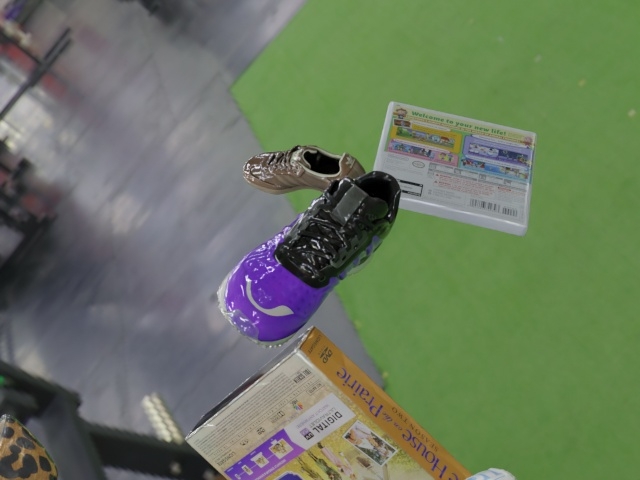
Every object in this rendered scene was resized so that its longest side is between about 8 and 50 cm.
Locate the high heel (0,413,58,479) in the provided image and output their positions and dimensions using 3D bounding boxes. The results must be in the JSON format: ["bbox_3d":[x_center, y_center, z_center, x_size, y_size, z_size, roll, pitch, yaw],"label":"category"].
[{"bbox_3d":[-0.323,0.245,0.957,0.093,0.261,0.186,-26,73,37],"label":"high heel"}]

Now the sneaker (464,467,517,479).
[{"bbox_3d":[0.160,0.338,1.294,0.085,0.086,0.237,52,149,37],"label":"sneaker"}]

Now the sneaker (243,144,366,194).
[{"bbox_3d":[-0.026,-0.103,1.560,0.188,0.071,0.066,7,56,27],"label":"sneaker"}]

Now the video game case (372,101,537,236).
[{"bbox_3d":[0.181,-0.100,1.581,0.023,0.212,0.193,100,-176,-46],"label":"video game case"}]

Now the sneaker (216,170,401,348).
[{"bbox_3d":[0.000,-0.001,1.293,0.293,0.102,0.146,-42,-9,-51],"label":"sneaker"}]

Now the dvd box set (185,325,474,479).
[{"bbox_3d":[0.050,0.336,1.586,0.307,0.420,0.062,-43,5,43],"label":"dvd box set"}]
